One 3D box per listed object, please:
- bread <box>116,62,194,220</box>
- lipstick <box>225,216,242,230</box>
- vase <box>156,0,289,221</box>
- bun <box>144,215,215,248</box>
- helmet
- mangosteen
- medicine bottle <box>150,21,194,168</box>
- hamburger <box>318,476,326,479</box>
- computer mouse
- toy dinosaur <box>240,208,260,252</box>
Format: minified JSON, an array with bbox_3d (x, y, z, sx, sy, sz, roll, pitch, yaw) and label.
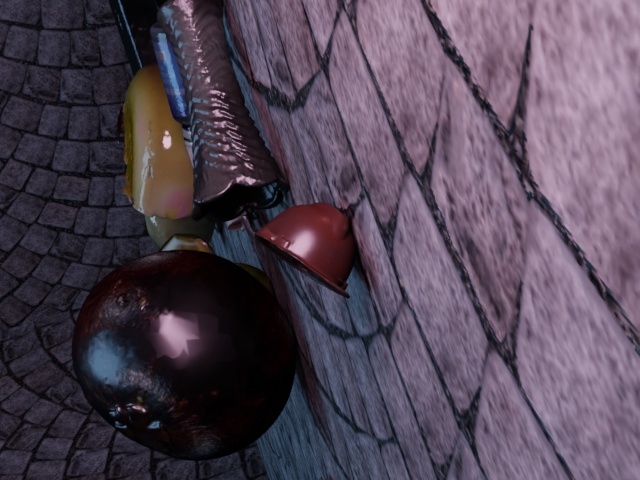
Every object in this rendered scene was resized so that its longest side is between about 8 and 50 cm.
[{"bbox_3d":[-0.198,-0.147,1.457,0.156,0.158,0.260,142,128,-62],"label":"bread"},{"bbox_3d":[-0.142,-0.079,1.554,0.038,0.038,0.130,95,156,-66],"label":"lipstick"},{"bbox_3d":[-0.115,-0.149,1.113,0.115,0.116,0.237,111,144,-75],"label":"vase"},{"bbox_3d":[-0.274,-0.069,2.106,0.222,0.128,0.222,-9,-90,-71],"label":"bun"},{"bbox_3d":[0.000,0.000,0.833,0.089,0.057,0.111,39,173,-23],"label":"helmet"},{"bbox_3d":[-0.184,0.147,1.445,0.330,0.330,0.329,163,90,-80],"label":"mangosteen"},{"bbox_3d":[-0.151,-0.181,1.298,0.083,0.084,0.203,-127,20,-63],"label":"medicine bottle"},{"bbox_3d":[0.007,0.417,1.497,0.140,0.063,0.133,-151,44,-73],"label":"hamburger"},{"bbox_3d":[-0.277,-0.361,1.648,0.170,0.100,0.269,-134,26,-68],"label":"computer mouse"},{"bbox_3d":[-0.104,-0.051,1.396,0.220,0.032,0.108,-113,10,-46],"label":"toy dinosaur"}]
